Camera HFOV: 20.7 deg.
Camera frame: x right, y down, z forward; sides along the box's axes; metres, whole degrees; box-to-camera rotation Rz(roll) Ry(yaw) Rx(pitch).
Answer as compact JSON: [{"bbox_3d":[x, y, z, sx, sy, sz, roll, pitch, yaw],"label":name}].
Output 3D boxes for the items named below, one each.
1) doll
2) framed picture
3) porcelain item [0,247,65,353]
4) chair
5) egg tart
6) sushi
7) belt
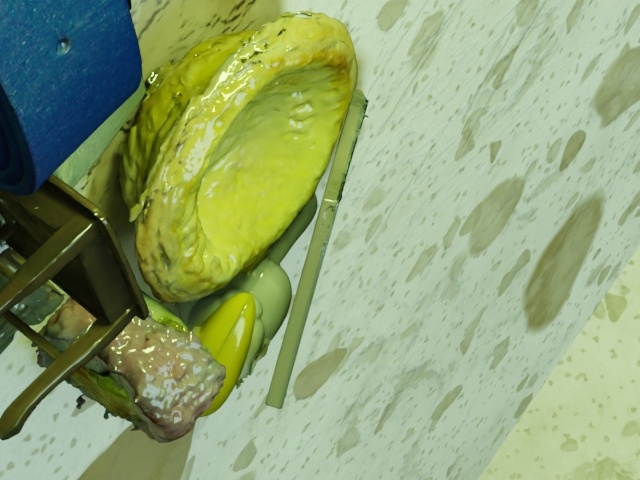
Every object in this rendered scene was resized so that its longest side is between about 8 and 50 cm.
[{"bbox_3d":[-0.098,0.078,1.810,0.252,0.111,0.237,-59,-179,32],"label":"doll"},{"bbox_3d":[0.000,0.000,1.781,0.315,0.024,0.232,-73,179,-66],"label":"framed picture"},{"bbox_3d":[-0.316,0.106,1.507,0.216,0.069,0.081,-51,162,0],"label":"porcelain item"},{"bbox_3d":[-0.207,-0.027,1.388,0.319,0.186,0.160,-45,150,-19],"label":"chair"},{"bbox_3d":[-0.088,-0.089,1.618,0.315,0.120,0.315,-46,157,-26],"label":"egg tart"},{"bbox_3d":[-0.169,0.116,1.609,0.107,0.161,0.241,-50,173,-18],"label":"sushi"},{"bbox_3d":[-0.234,-0.174,1.096,0.117,0.212,0.347,-48,152,-20],"label":"belt"}]
